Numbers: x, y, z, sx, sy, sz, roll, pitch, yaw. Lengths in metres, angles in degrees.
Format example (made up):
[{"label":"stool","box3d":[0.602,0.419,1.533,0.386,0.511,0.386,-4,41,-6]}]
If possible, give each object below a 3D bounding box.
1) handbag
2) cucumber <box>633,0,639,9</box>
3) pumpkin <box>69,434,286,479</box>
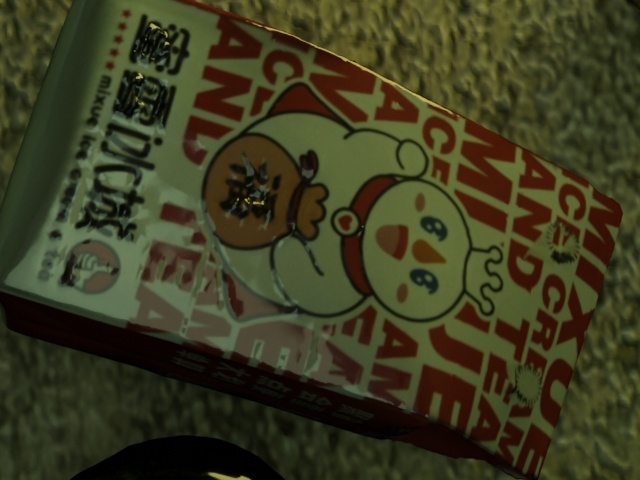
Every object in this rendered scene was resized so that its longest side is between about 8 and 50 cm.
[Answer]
[{"label":"handbag","box3d":[0.000,0.000,0.693,0.298,0.151,0.171,16,77,-5]},{"label":"cucumber","box3d":[0.271,-0.212,0.776,0.241,0.074,0.074,-35,86,-9]},{"label":"pumpkin","box3d":[-0.050,0.199,0.630,0.162,0.220,0.220,-30,85,-4]}]
